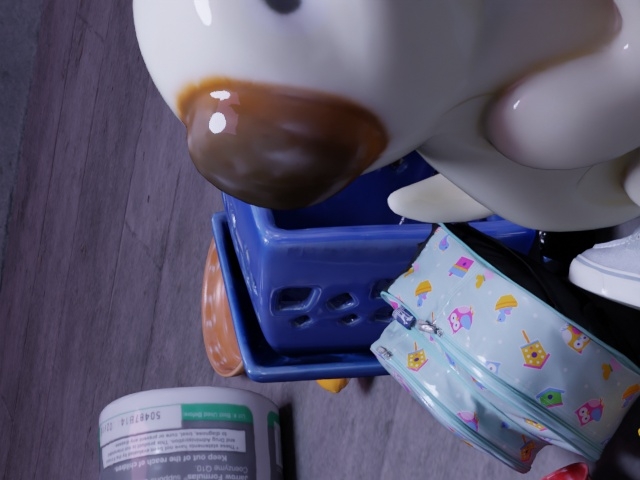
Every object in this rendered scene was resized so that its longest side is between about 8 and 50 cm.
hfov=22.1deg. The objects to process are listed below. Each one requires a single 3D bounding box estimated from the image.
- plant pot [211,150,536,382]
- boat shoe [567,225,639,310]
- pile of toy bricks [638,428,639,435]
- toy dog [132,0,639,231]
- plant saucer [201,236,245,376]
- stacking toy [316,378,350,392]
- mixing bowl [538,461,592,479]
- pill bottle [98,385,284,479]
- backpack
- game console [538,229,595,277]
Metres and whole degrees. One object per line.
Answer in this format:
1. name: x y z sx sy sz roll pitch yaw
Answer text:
1. plant pot: 0.026 -0.009 1.426 0.236 0.236 0.212 -107 20 -43
2. boat shoe: 0.251 0.014 1.097 0.227 0.079 0.081 10 83 64
3. pile of toy bricks: 0.238 0.174 1.042 0.212 0.105 0.118 -145 62 -64
4. toy dog: 0.084 -0.145 0.970 0.395 0.408 0.285 -28 67 48
5. plant saucer: -0.092 0.062 1.939 0.200 0.037 0.200 -174 90 -67
6. stacking toy: 0.000 0.000 1.618 0.175 0.165 0.302 156 106 -81
7. mixing bowl: 0.154 0.256 1.188 0.098 0.181 0.181 50 148 2
8. pill bottle: -0.135 0.353 1.769 0.204 0.204 0.361 138 133 -59
9. backpack: 0.141 0.084 1.200 0.144 0.166 0.188 -56 31 -4
10. game console: 0.174 -0.036 1.285 0.071 0.107 0.122 -10 75 37
